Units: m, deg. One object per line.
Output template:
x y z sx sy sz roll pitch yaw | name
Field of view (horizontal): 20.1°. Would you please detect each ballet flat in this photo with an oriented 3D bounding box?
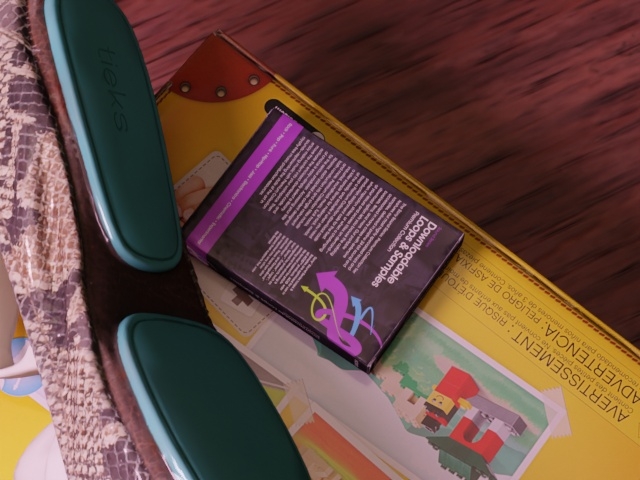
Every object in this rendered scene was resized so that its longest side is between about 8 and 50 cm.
-0.142 0.060 1.153 0.182 0.164 0.483 -34 65 24 | ballet flat

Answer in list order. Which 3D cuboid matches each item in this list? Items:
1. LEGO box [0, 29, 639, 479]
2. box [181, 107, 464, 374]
-0.005 0.155 1.293 0.500 0.193 0.372 39 76 12 | LEGO box
0.000 0.000 1.230 0.162 0.029 0.116 34 75 12 | box
